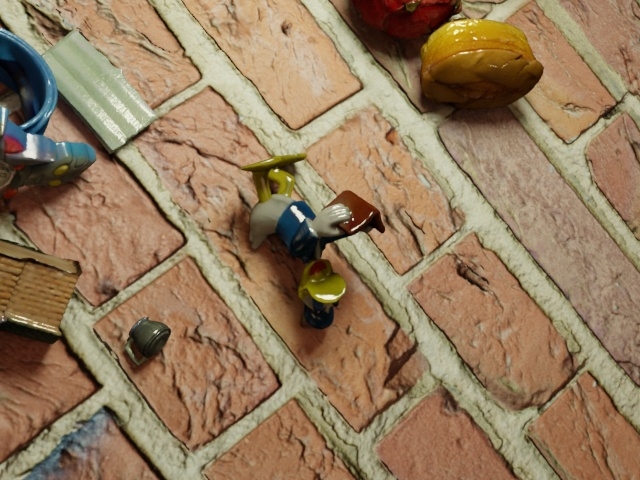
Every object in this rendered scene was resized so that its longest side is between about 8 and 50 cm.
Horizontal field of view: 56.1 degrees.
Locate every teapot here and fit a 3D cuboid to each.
[{"bbox_3d":[-0.314,0.178,1.077,0.057,0.066,0.088,35,93,15],"label":"teapot"}]

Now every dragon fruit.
[{"bbox_3d":[0.198,-0.556,1.288,0.298,0.244,0.245,7,75,-33],"label":"dragon fruit"}]

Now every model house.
[{"bbox_3d":[-0.514,0.096,0.996,0.182,0.166,0.172,20,88,-26],"label":"model house"}]

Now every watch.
[{"bbox_3d":[-0.545,-0.226,1.024,0.305,0.241,0.275,-1,67,-41],"label":"watch"}]

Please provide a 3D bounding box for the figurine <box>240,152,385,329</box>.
[{"bbox_3d":[0.000,0.000,1.136,0.204,0.283,0.339,-23,106,-59],"label":"figurine"}]

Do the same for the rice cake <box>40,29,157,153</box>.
[{"bbox_3d":[-0.432,-0.288,1.153,0.237,0.043,0.127,46,69,-3],"label":"rice cake"}]

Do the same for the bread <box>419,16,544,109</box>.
[{"bbox_3d":[0.346,-0.375,1.311,0.269,0.195,0.143,-1,68,-19],"label":"bread"}]
